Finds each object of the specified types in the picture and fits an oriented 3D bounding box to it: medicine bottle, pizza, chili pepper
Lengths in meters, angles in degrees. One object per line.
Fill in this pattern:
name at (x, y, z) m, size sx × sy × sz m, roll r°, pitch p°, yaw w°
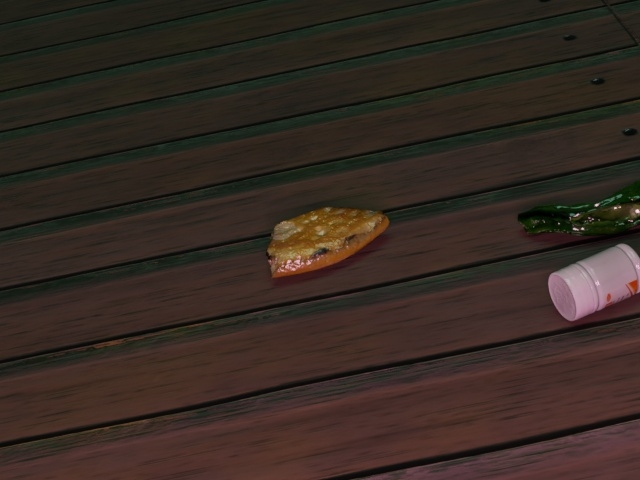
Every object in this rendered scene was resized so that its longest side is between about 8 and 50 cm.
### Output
medicine bottle at (0.290, 0.043, 1.573) m, size 0.089 × 0.057 × 0.057 m, roll -22°, pitch 30°, yaw -18°
pizza at (0.000, 0.001, 1.781) m, size 0.160 × 0.036 × 0.099 m, roll -23°, pitch 31°, yaw -19°
chili pepper at (0.316, -0.033, 1.708) m, size 0.182 × 0.050 × 0.073 m, roll -12°, pitch 36°, yaw 5°
